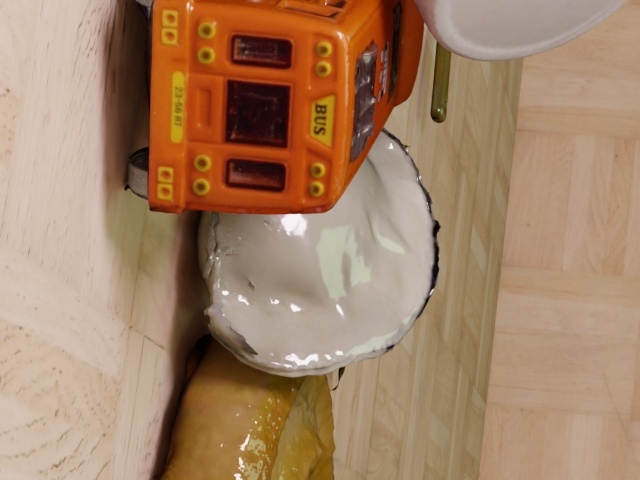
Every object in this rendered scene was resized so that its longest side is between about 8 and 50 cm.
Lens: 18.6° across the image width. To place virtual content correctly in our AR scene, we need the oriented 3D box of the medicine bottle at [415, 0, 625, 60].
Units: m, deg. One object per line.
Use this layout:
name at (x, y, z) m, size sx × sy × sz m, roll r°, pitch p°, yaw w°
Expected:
medicine bottle at (0.092, -0.262, 1.234) m, size 0.165 × 0.165 × 0.273 m, roll 76°, pitch -7°, yaw -59°

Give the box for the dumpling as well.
dumpling at (0.000, 0.000, 1.363) m, size 0.142 × 0.172 × 0.247 m, roll 107°, pitch -4°, yaw -53°

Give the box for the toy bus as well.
toy bus at (-0.020, -0.123, 1.245) m, size 0.329 × 0.153 × 0.143 m, roll -61°, pitch 156°, yaw -69°

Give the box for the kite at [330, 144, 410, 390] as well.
kite at (0.039, -0.010, 1.843) m, size 0.234 × 0.016 × 0.321 m, roll -98°, pitch -162°, yaw -45°

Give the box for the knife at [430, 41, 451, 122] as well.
knife at (0.153, -0.301, 2.380) m, size 0.061 × 0.027 × 0.343 m, roll 52°, pitch 41°, yaw -69°

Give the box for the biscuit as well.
biscuit at (-0.048, 0.202, 1.396) m, size 0.296 × 0.102 × 0.296 m, roll 7°, pitch 90°, yaw -80°
